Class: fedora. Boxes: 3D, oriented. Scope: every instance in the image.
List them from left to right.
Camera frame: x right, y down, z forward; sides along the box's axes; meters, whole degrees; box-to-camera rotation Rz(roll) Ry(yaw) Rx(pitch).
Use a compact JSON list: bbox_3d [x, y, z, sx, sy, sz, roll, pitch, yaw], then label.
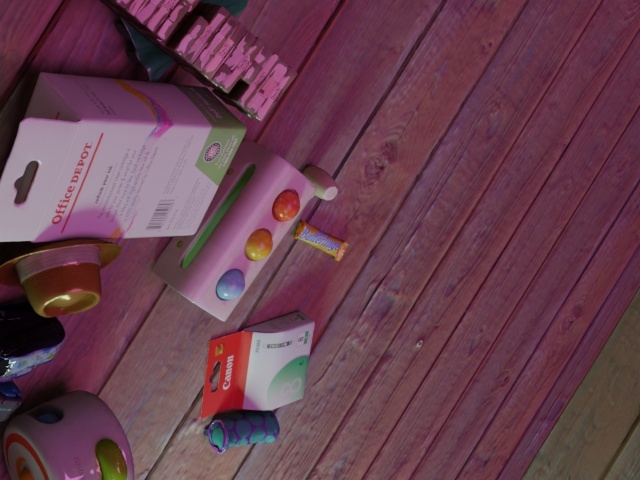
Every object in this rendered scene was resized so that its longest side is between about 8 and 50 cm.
[{"bbox_3d":[-0.362,0.060,1.378,0.194,0.194,0.079,-1,71,-47],"label":"fedora"}]

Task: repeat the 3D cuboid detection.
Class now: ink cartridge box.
[{"bbox_3d":[-0.300,-0.112,1.347,0.354,0.119,0.207,-3,132,-47],"label":"ink cartridge box"},{"bbox_3d":[-0.117,0.246,1.866,0.225,0.056,0.180,-16,125,-43],"label":"ink cartridge box"}]

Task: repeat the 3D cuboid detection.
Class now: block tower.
[{"bbox_3d":[-0.187,-0.296,1.323,0.335,0.091,0.097,39,84,-35],"label":"block tower"}]

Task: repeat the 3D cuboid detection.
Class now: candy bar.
[{"bbox_3d":[0.000,0.000,1.859,0.161,0.018,0.040,27,93,-52],"label":"candy bar"}]

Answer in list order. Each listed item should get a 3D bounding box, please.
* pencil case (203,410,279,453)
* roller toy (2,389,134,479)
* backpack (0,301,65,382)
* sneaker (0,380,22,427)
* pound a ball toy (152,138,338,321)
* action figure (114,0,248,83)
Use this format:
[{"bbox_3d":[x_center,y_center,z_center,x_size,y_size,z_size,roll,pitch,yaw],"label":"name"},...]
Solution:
[{"bbox_3d":[-0.149,0.370,1.900,0.152,0.064,0.070,1,112,-48],"label":"pencil case"},{"bbox_3d":[-0.396,0.343,1.515,0.146,0.191,0.209,-21,152,-39],"label":"roller toy"},{"bbox_3d":[-0.436,0.143,1.416,0.114,0.105,0.084,-14,146,-43],"label":"backpack"},{"bbox_3d":[-0.564,0.227,1.313,0.341,0.125,0.139,26,98,-49],"label":"sneaker"},{"bbox_3d":[-0.098,-0.014,1.649,0.319,0.136,0.208,-55,141,-5],"label":"pound a ball toy"},{"bbox_3d":[-0.181,-0.335,1.410,0.232,0.063,0.137,-35,134,-21],"label":"action figure"}]
